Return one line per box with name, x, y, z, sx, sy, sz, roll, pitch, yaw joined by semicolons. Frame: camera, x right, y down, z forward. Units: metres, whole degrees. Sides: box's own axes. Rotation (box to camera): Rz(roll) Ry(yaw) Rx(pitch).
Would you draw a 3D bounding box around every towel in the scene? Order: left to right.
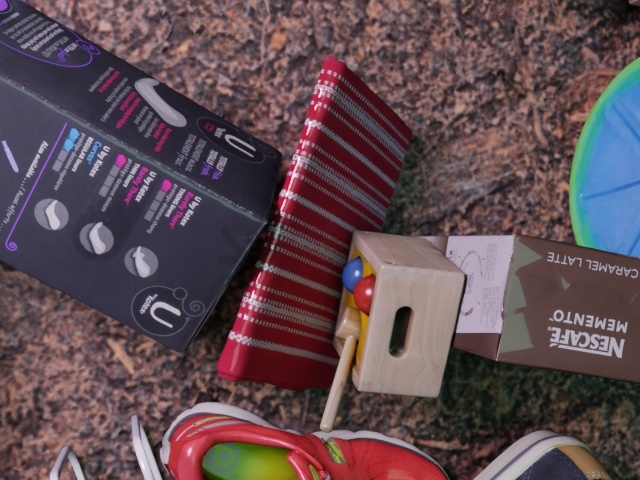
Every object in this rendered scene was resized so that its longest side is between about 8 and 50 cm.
towel;0.000;0.000;0.835;0.031;0.199;0.274;17;86;25

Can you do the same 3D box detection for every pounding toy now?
pounding toy;0.049;0.076;0.811;0.100;0.130;0.141;7;104;-13

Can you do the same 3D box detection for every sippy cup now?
sippy cup;0.397;-0.049;0.902;0.224;0.305;0.240;7;50;-23

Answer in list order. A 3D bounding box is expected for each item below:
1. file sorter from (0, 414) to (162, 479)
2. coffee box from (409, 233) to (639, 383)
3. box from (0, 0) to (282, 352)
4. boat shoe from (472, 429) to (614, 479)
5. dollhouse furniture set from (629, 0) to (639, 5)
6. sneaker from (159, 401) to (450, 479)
file sorter;-0.243;0.280;0.769;0.278;0.193;0.173;-21;92;-12
coffee box;0.172;0.053;0.829;0.141;0.246;0.098;10;88;-12
box;-0.185;-0.057;0.773;0.270;0.165;0.143;29;113;-10
boat shoe;0.102;0.385;0.839;0.500;0.156;0.186;-42;133;-11
dollhouse furniture set;0.234;-0.424;0.776;0.394;0.256;0.362;8;87;-13
sneaker;-0.007;0.223;0.856;0.279;0.118;0.107;13;88;-12
